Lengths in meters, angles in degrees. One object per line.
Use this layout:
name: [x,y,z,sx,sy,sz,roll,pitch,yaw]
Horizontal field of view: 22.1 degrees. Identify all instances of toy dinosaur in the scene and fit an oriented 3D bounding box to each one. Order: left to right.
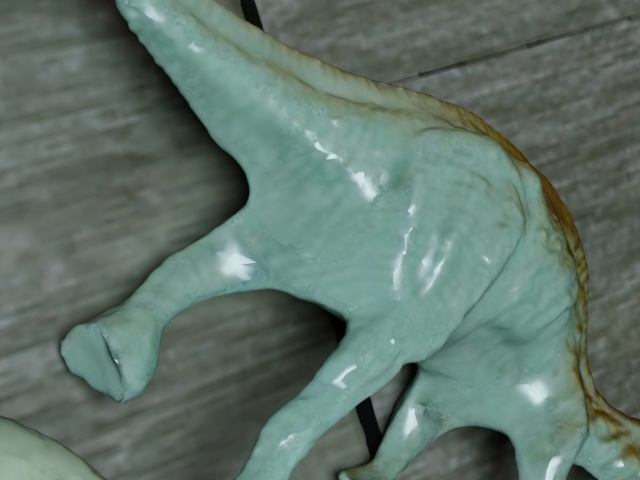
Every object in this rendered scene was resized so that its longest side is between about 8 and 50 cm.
toy dinosaur: [0.000,0.000,0.547,0.205,0.092,0.393,-38,103,-32]

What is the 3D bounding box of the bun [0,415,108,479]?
bun: [-0.130,0.143,0.415,0.231,0.133,0.231,-2,98,-13]
